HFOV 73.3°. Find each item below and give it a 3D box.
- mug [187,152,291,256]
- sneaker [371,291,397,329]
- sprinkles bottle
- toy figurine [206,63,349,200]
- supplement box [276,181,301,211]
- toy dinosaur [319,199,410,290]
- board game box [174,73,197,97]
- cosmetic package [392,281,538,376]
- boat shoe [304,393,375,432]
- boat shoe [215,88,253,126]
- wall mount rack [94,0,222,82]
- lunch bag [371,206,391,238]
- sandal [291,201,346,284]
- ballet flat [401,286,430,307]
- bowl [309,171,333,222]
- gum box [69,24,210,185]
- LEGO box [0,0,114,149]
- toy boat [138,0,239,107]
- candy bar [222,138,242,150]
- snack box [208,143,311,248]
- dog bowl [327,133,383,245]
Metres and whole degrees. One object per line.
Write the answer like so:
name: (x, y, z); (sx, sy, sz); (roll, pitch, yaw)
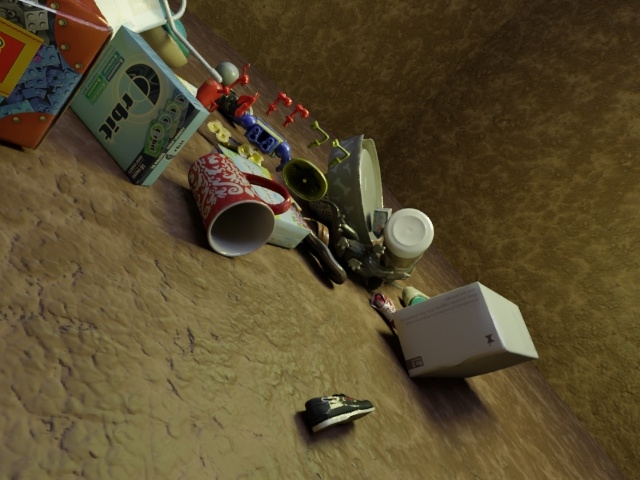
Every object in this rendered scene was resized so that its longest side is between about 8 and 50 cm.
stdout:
mug: (-0.147, -0.067, 0.747); (0.151, 0.113, 0.169); (5, 35, -38)
sneaker: (0.166, 0.173, 1.058); (0.067, 0.042, 0.118); (38, 10, -37)
sprinkles bottle: (0.233, 0.023, 1.223); (0.121, 0.121, 0.355); (50, -6, 15)
toy figurine: (-0.113, -0.280, 1.163); (0.363, 0.191, 0.217); (36, 8, -12)
supplement box: (-0.100, -0.105, 1.087); (0.098, 0.036, 0.062); (51, 17, 20)
toy dinosaur: (0.084, 0.027, 1.126); (0.314, 0.121, 0.160); (40, -15, 16)
board game box: (-0.336, -0.307, 0.898); (0.026, 0.103, 0.154); (6, -9, 35)
cosmetic package: (0.360, 0.233, 1.035); (0.385, 0.217, 0.156); (28, 44, -52)
boat shoe: (0.030, 0.228, 0.585); (0.133, 0.049, 0.042); (17, 40, -50)
boat shoe: (-0.289, -0.431, 1.352); (0.074, 0.080, 0.223); (16, 27, -49)
wall mount rack: (-0.374, -0.463, 0.937); (0.350, 0.131, 0.303); (-47, 137, -39)
lunch bag: (0.177, -0.050, 1.234); (0.053, 0.083, 0.071); (11, 13, 15)
sandal: (0.000, 0.000, 0.980); (0.219, 0.060, 0.090); (52, -14, 18)
ballet flat: (0.342, 0.216, 1.336); (0.249, 0.086, 0.086); (36, 19, -28)
bowl: (0.013, -0.125, 1.287); (0.170, 0.080, 0.169); (-5, 90, -73)
gum box: (-0.285, -0.205, 0.667); (0.184, 0.157, 0.041); (48, 16, 10)
LEGO box: (-0.512, -0.379, 0.465); (0.500, 0.193, 0.373); (54, 19, 28)
toy boat: (-0.377, -0.521, 1.168); (0.318, 0.148, 0.267); (45, 0, -21)
candy bar: (-0.220, -0.255, 1.187); (0.040, 0.018, 0.162); (52, 18, 18)
snack box: (-0.135, -0.088, 0.902); (0.207, 0.070, 0.175); (53, 17, 28)
dog bowl: (0.111, -0.147, 1.300); (0.349, 0.102, 0.348); (-5, 90, -73)
